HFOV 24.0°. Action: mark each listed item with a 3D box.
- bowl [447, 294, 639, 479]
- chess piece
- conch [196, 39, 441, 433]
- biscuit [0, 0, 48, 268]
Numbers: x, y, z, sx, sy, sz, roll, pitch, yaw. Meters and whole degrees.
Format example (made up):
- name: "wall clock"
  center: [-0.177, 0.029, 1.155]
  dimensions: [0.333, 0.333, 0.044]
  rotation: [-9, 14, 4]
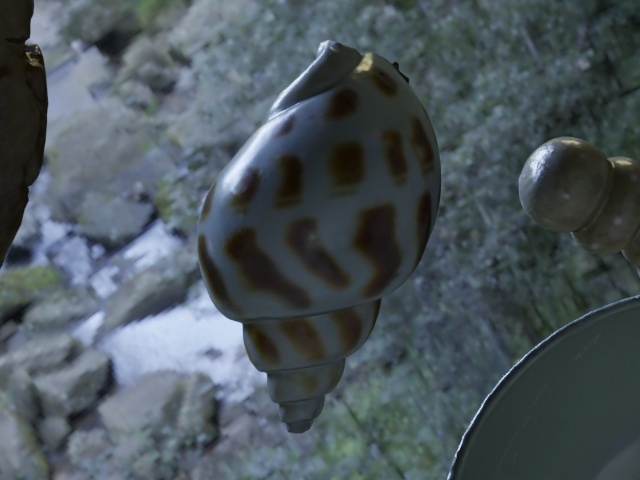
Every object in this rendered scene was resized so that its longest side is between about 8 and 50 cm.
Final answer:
- name: "bowl"
  center: [0.216, 0.176, 0.844]
  dimensions: [0.277, 0.145, 0.277]
  rotation: [-12, 59, 21]
- name: "chess piece"
  center: [0.340, -0.033, 1.663]
  dimensions: [0.143, 0.261, 0.143]
  rotation: [-56, 19, 30]
- name: "conch"
  center: [0.000, 0.000, 1.111]
  dimensions: [0.183, 0.275, 0.149]
  rotation: [6, 27, -26]
- name: "biscuit"
  center: [-0.179, -0.052, 0.425]
  dimensions: [0.226, 0.226, 0.042]
  rotation: [-21, 14, 19]
